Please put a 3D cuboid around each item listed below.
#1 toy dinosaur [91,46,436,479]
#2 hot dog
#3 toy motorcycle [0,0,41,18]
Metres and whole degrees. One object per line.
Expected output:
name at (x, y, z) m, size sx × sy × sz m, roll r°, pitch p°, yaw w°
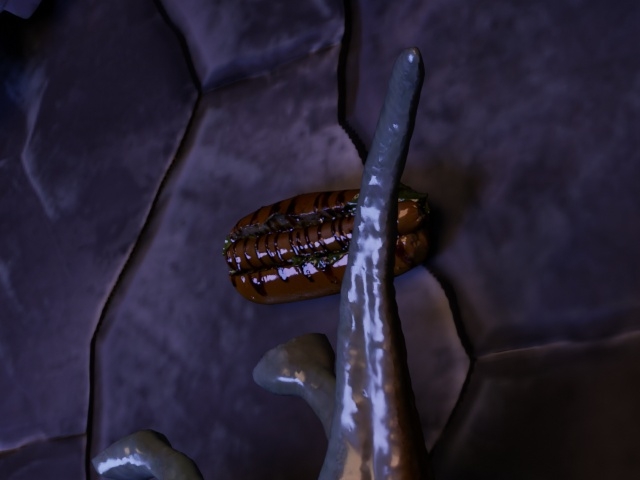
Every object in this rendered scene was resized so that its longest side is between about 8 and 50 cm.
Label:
toy dinosaur at (0.004, 0.102, 0.630) m, size 0.205 × 0.092 × 0.393 m, roll 51°, pitch 130°, yaw 41°
hot dog at (0.000, 0.000, 0.741) m, size 0.122 × 0.037 × 0.049 m, roll -16°, pitch 69°, yaw 40°
toy motorcycle at (-0.192, -0.188, 0.953) m, size 0.152 × 0.073 × 0.225 m, roll 42°, pitch 106°, yaw 45°
